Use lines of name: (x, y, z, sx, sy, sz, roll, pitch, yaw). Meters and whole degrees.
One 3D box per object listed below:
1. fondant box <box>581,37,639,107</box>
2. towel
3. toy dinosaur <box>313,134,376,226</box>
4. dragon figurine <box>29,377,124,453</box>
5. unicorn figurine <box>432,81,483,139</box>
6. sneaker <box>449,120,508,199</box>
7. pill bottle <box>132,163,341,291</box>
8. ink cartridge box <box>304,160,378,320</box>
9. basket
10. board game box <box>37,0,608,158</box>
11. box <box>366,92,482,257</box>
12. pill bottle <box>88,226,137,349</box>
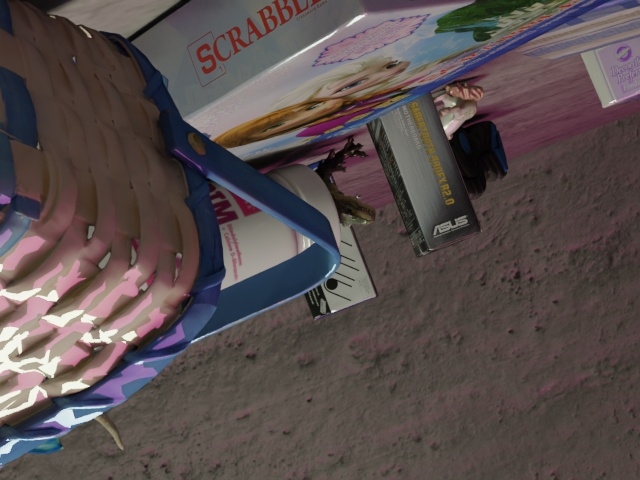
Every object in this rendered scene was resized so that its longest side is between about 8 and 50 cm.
fondant box: (0.494, -0.259, 1.574, 0.238, 0.096, 0.330, -22, 176, 33)
towel: (0.286, -0.226, 1.250, 0.209, 0.034, 0.285, -14, 178, 25)
toy dinosaur: (-0.001, -0.075, 1.650, 0.118, 0.064, 0.268, -47, -154, -19)
dragon figurine: (-0.323, 0.182, 1.373, 0.289, 0.085, 0.144, 3, 162, 15)
unicorn figurine: (0.144, -0.146, 1.560, 0.111, 0.060, 0.162, -17, 176, -43)
sneaker: (0.178, -0.108, 1.904, 0.139, 0.125, 0.341, -17, 177, 23)
pill bottle: (-0.128, 0.008, 1.514, 0.283, 0.160, 0.160, -20, 177, -28)
ink cartridge box: (0.000, 0.000, 1.791, 0.097, 0.207, 0.046, -21, 177, 7)
basket: (-0.149, 0.010, 0.634, 0.255, 0.201, 0.289, -28, 146, 13)
board game box: (0.012, -0.130, 0.857, 0.318, 0.066, 0.318, -18, 176, -46)
box: (0.098, -0.078, 1.290, 0.056, 0.183, 0.231, -20, 177, 0)
pill bottle: (-0.300, 0.062, 1.384, 0.153, 0.153, 0.264, -19, 176, -32)
